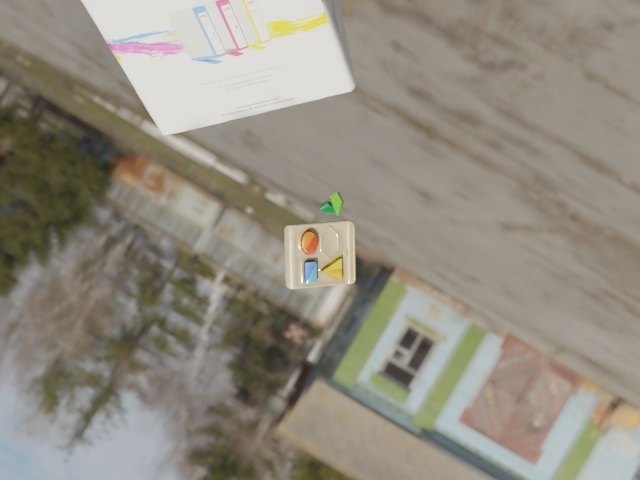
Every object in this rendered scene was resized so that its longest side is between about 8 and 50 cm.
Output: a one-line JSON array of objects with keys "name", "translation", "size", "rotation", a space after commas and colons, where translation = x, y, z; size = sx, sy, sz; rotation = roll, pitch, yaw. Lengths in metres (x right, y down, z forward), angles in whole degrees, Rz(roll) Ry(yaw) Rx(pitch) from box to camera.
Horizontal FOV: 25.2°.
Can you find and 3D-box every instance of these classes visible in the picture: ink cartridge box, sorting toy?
[{"name": "ink cartridge box", "translation": [-0.048, -0.124, 0.580], "size": [0.090, 0.092, 0.143], "rotation": [-13, 152, 7]}, {"name": "sorting toy", "translation": [0.000, 0.000, 1.233], "size": [0.062, 0.083, 0.012], "rotation": [-4, -167, -12]}]
